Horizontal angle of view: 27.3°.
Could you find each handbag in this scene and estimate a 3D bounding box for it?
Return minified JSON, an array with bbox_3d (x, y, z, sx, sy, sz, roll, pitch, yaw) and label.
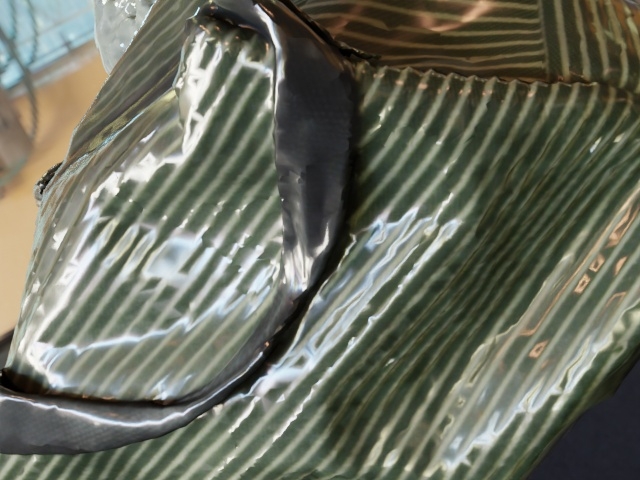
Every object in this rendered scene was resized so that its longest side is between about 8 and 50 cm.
[{"bbox_3d":[0.000,0.000,0.587,0.341,0.240,0.247,-52,18,33],"label":"handbag"}]

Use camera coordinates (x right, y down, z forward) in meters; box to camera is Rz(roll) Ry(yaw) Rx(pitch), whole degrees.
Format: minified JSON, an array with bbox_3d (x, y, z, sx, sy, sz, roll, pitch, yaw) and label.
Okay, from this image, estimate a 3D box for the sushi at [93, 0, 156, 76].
[{"bbox_3d":[-0.042,-0.176,0.809,0.127,0.124,0.225,10,-51,-36],"label":"sushi"}]
